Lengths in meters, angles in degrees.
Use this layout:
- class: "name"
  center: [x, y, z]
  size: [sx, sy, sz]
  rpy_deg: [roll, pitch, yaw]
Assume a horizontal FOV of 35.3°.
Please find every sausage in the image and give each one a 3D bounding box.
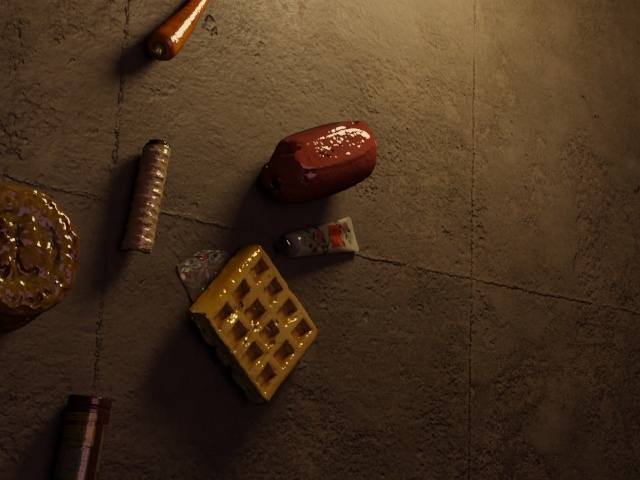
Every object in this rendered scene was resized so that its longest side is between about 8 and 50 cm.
- class: "sausage"
  center: [0.004, -0.165, 2.093]
  size: [0.279, 0.152, 0.152]
  rpy_deg: [-22, 97, -38]

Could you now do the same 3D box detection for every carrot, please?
- class: "carrot"
  center: [-0.268, -0.430, 1.968]
  size: [0.061, 0.061, 0.257]
  rpy_deg: [49, 45, -24]

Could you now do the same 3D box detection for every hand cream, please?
- class: "hand cream"
  center: [0.000, 0.000, 2.134]
  size: [0.234, 0.050, 0.080]
  rpy_deg: [-11, 86, -48]

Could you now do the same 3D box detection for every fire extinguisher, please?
- class: "fire extinguisher"
  center: [-0.395, 0.391, 1.693]
  size: [0.106, 0.075, 0.252]
  rpy_deg: [19, 70, -38]

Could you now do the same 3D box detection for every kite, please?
- class: "kite"
  center: [-0.206, 0.130, 1.947]
  size: [0.127, 0.016, 0.229]
  rpy_deg: [-11, 87, -39]

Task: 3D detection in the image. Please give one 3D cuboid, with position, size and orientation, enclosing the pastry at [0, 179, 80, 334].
- class: "pastry"
  center: [-0.520, 0.028, 1.622]
  size: [0.235, 0.132, 0.240]
  rpy_deg: [36, 53, -22]

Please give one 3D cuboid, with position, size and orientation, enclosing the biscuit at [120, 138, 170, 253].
- class: "biscuit"
  center: [-0.321, -0.081, 1.853]
  size: [0.061, 0.055, 0.219]
  rpy_deg: [8, 73, -4]

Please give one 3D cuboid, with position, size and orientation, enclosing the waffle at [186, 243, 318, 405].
- class: "waffle"
  center: [-0.125, 0.162, 1.969]
  size: [0.248, 0.055, 0.221]
  rpy_deg: [57, 46, -20]
